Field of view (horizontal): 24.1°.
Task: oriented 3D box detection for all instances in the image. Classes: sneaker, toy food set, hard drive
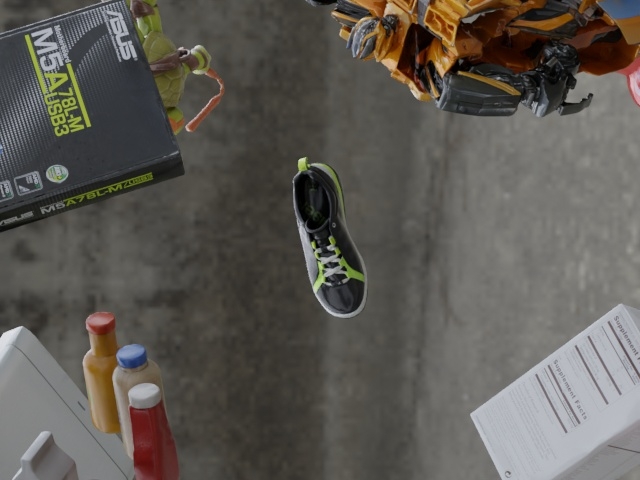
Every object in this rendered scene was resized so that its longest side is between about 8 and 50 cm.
[{"bbox_3d":[0.000,0.000,2.120,0.097,0.084,0.234,-9,-98,-72],"label":"sneaker"},{"bbox_3d":[-0.176,0.157,1.165,0.232,0.111,0.104,-57,-34,-57],"label":"toy food set"},{"bbox_3d":[-0.333,0.290,1.617,0.233,0.047,0.353,56,-147,-24],"label":"hard drive"}]

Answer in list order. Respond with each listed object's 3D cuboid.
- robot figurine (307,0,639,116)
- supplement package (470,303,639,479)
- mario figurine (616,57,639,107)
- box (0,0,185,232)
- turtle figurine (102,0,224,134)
[{"bbox_3d":[0.133,-0.175,1.040,0.211,0.291,0.085,42,133,31],"label":"robot figurine"},{"bbox_3d":[0.332,0.207,1.821,0.139,0.244,0.134,19,-142,-50],"label":"supplement package"},{"bbox_3d":[0.305,-0.274,1.436,0.198,0.170,0.320,45,-139,-61],"label":"mario figurine"},{"bbox_3d":[-0.240,-0.119,1.396,0.045,0.184,0.190,82,169,-64],"label":"box"},{"bbox_3d":[-0.199,-0.198,1.662,0.269,0.087,0.217,-35,-67,-45],"label":"turtle figurine"}]
